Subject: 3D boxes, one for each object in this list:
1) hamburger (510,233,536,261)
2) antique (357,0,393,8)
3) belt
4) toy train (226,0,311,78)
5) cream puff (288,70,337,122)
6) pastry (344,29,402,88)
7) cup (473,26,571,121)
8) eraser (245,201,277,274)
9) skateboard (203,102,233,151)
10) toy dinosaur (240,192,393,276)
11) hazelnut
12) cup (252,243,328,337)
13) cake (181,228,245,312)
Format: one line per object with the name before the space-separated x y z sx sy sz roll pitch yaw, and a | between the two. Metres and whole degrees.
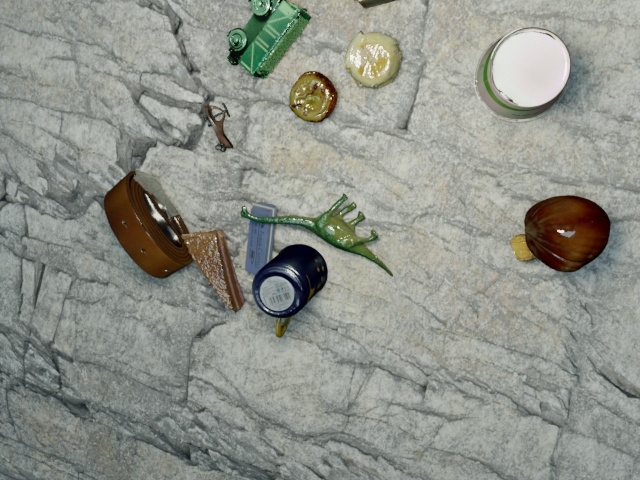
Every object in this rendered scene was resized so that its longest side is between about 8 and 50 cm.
hamburger | 0.586 0.019 1.832 0.076 0.044 0.083 -10 99 51
antique | 0.146 -0.721 1.741 0.147 0.152 0.147 -13 99 13
belt | -0.531 -0.050 2.007 0.122 0.217 0.339 -29 97 23
toy train | -0.163 -0.601 1.859 0.154 0.115 0.269 43 106 8
cream puff | -0.020 -0.417 1.877 0.148 0.084 0.149 3 101 17
pastry | 0.150 -0.509 1.815 0.165 0.088 0.166 2 100 13
cup | 0.522 -0.428 1.644 0.253 0.274 0.253 3 101 13
eraser | -0.186 -0.005 2.011 0.082 0.036 0.225 17 106 35
skateboard | -0.306 -0.352 1.975 0.080 0.067 0.151 -24 91 8
toy dinosaur | 0.000 0.000 1.936 0.300 0.087 0.447 -36 97 8
hazelnut | 0.648 -0.024 1.709 0.229 0.229 0.230 3 102 13
cup | -0.081 0.160 1.917 0.178 0.256 0.255 -13 99 16
cake | -0.313 0.084 2.030 0.112 0.116 0.295 -25 94 17
